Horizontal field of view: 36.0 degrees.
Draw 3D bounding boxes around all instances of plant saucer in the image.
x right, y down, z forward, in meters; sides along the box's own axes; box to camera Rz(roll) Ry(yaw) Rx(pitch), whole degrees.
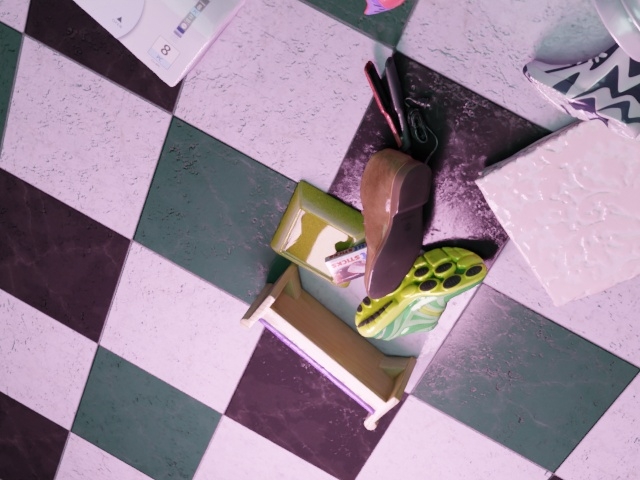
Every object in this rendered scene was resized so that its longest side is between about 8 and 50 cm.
[{"bbox_3d":[0.000,0.000,2.002,0.188,0.045,0.188,29,127,3],"label":"plant saucer"}]

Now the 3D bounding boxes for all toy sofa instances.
[{"bbox_3d":[0.007,0.234,2.081,0.362,0.150,0.177,40,126,-4],"label":"toy sofa"}]

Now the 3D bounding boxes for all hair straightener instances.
[{"bbox_3d":[0.158,-0.228,1.792,0.089,0.047,0.230,-9,116,28],"label":"hair straightener"}]

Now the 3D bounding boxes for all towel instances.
[{"bbox_3d":[0.490,-0.061,1.755,0.332,0.053,0.317,-27,106,33],"label":"towel"}]

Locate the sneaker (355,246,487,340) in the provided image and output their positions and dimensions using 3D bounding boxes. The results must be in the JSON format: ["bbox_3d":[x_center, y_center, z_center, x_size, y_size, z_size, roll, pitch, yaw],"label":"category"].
[{"bbox_3d":[0.207,0.109,1.964,0.296,0.109,0.123,-31,140,26],"label":"sneaker"}]

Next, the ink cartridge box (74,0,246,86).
[{"bbox_3d":[-0.272,-0.511,1.770,0.308,0.091,0.385,42,128,-6],"label":"ink cartridge box"}]

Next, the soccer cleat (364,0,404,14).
[{"bbox_3d":[0.038,-0.519,1.629,0.116,0.108,0.318,-26,110,37],"label":"soccer cleat"}]

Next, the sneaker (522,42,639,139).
[{"bbox_3d":[0.460,-0.279,1.617,0.235,0.153,0.094,35,178,43],"label":"sneaker"}]

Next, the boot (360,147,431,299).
[{"bbox_3d":[0.125,-0.032,1.877,0.115,0.112,0.305,36,127,39],"label":"boot"}]

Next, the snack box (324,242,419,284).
[{"bbox_3d":[0.102,0.032,1.957,0.178,0.022,0.064,-20,123,13],"label":"snack box"}]

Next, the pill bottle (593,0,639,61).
[{"bbox_3d":[0.573,-0.407,1.420,0.334,0.188,0.188,-32,104,35],"label":"pill bottle"}]
